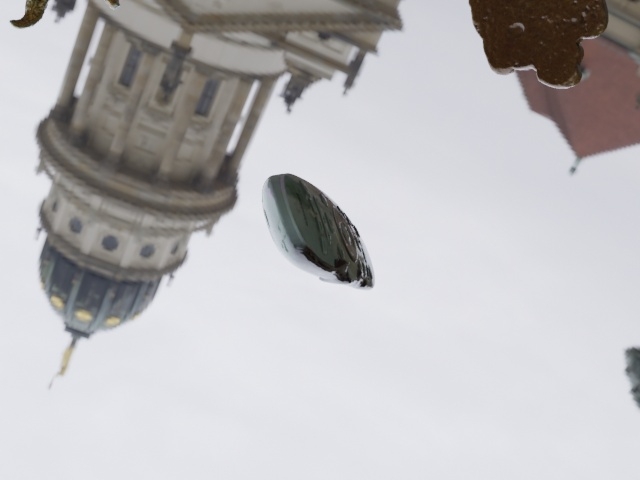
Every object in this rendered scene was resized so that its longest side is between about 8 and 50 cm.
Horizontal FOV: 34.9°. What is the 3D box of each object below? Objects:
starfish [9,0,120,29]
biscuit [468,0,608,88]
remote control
[{"bbox_3d":[-0.280,-0.318,1.161,0.176,0.208,0.053,41,172,17],"label":"starfish"},{"bbox_3d":[0.328,-0.361,1.532,0.041,0.208,0.291,0,-109,-56],"label":"biscuit"},{"bbox_3d":[0.002,-0.001,0.958,0.256,0.045,0.098,31,-140,-65],"label":"remote control"}]
